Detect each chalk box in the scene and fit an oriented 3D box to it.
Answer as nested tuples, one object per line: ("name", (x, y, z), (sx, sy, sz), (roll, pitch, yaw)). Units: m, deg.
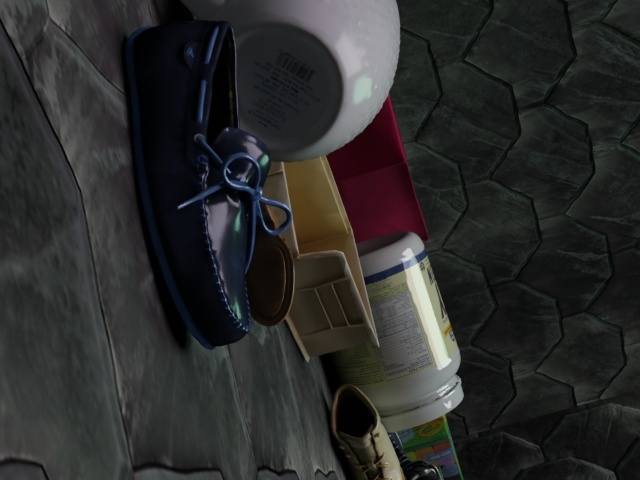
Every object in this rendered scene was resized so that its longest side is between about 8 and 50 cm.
("chalk box", (0.207, 0.456, 2.240), (0.289, 0.180, 0.179), (-101, 173, -53))

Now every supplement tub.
("supplement tub", (0.124, 0.168, 1.872), (0.235, 0.235, 0.325), (-69, 140, -81))

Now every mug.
("mug", (-0.071, -0.277, 1.313), (0.374, 0.276, 0.328), (41, 22, -13))

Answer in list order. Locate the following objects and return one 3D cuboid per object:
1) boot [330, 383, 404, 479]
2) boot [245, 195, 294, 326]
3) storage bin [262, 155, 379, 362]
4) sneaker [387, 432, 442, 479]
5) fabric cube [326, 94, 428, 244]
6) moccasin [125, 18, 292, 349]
("boot", (0.090, 0.388, 1.672), (0.203, 0.095, 0.262), (68, 6, -50))
("boot", (-0.062, 0.041, 1.285), (0.152, 0.072, 0.197), (73, 6, -62))
("storage bin", (-0.015, 0.008, 1.577), (0.260, 0.123, 0.262), (69, 8, -47))
("sneaker", (0.149, 0.413, 1.899), (0.226, 0.086, 0.163), (62, -20, 11))
("fabric cube", (0.055, -0.134, 2.026), (0.259, 0.254, 0.258), (68, 7, -51))
("moccasin", (-0.103, -0.074, 0.930), (0.138, 0.116, 0.342), (60, 15, -69))
